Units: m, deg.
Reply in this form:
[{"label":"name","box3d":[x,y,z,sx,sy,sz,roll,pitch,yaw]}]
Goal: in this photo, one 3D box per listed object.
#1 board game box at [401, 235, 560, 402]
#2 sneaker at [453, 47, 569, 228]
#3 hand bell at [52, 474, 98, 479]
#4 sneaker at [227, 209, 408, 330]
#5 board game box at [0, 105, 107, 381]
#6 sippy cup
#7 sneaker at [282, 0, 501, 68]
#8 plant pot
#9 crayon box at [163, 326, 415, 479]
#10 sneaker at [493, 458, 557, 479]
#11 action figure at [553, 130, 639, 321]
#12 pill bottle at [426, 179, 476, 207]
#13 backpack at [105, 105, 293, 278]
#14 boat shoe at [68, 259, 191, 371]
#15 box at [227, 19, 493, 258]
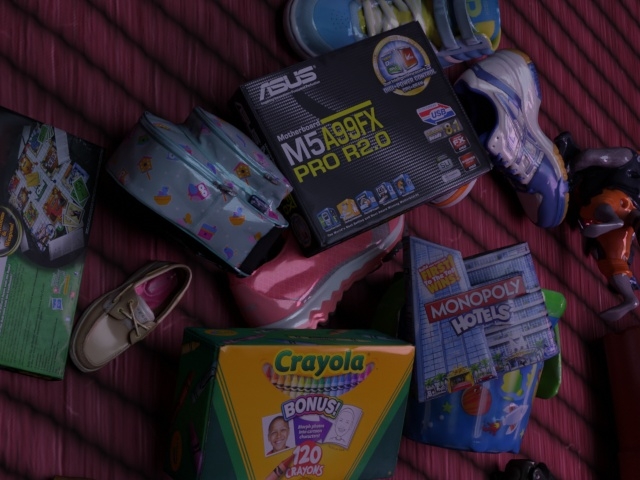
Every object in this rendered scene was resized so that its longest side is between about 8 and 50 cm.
[{"label":"board game box","box3d":[0.177,0.073,1.301,0.194,0.060,0.194,-17,91,-6]},{"label":"sneaker","box3d":[0.291,-0.145,1.688,0.131,0.112,0.296,-26,102,-23]},{"label":"hand bell","box3d":[-0.167,0.296,1.118,0.242,0.126,0.126,24,62,-9]},{"label":"sneaker","box3d":[0.000,0.000,1.345,0.314,0.116,0.136,-46,113,-39]},{"label":"board game box","box3d":[-0.304,0.004,1.106,0.136,0.030,0.260,24,66,-42]},{"label":"sippy cup","box3d":[0.200,0.167,1.449,0.305,0.240,0.224,8,86,-4]},{"label":"sneaker","box3d":[0.118,-0.304,1.454,0.319,0.208,0.127,-5,86,-44]},{"label":"plant pot","box3d":[0.605,0.266,1.803,0.272,0.272,0.265,0,75,-45]},{"label":"crayon box","box3d":[-0.030,0.187,1.215,0.278,0.081,0.165,4,98,-37]},{"label":"sneaker","box3d":[0.286,0.407,1.571,0.227,0.087,0.130,-45,111,-43]},{"label":"action figure","box3d":[0.518,-0.020,1.803,0.341,0.178,0.330,55,36,-28]},{"label":"pill bottle","box3d":[0.109,-0.131,1.473,0.221,0.121,0.121,21,68,-40]},{"label":"backpack","box3d":[-0.135,-0.065,1.182,0.188,0.166,0.144,28,100,-28]},{"label":"boat shoe","box3d":[-0.203,0.076,1.168,0.063,0.059,0.170,56,49,-21]},{"label":"box","box3d":[0.052,-0.128,1.317,0.270,0.060,0.216,-24,86,-26]}]
